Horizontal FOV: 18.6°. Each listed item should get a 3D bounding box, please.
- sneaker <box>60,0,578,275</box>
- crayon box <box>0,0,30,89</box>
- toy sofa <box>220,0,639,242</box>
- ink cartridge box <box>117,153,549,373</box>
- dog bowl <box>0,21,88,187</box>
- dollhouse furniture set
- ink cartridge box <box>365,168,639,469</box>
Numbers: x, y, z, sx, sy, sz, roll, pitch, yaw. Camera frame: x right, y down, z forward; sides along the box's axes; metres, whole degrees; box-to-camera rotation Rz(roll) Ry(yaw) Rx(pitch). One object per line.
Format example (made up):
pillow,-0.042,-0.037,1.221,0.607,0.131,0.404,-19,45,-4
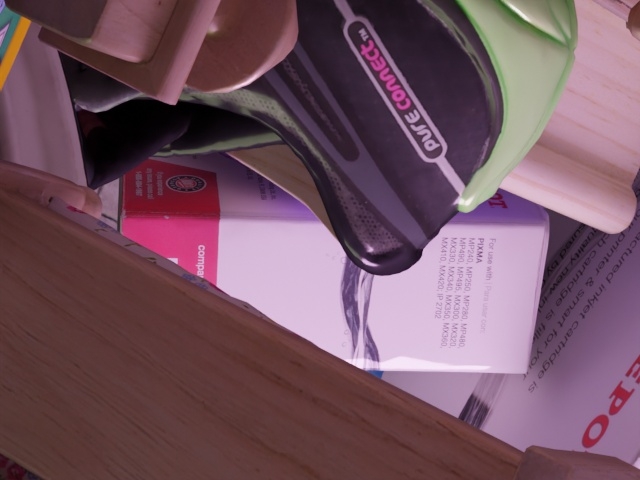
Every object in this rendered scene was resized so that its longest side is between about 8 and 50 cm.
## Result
sneaker,-0.124,-0.131,0.913,0.483,0.202,0.185,26,-175,22
crayon box,-0.113,-0.098,0.432,0.081,0.165,0.278,24,-175,1
toy sofa,0.019,-0.104,1.121,0.150,0.177,0.362,20,-174,-40
ink cartridge box,0.000,0.000,1.150,0.237,0.100,0.172,2,-158,-6
dog bowl,-0.251,-0.054,0.597,0.150,0.408,0.408,-22,163,25
dollhouse furniture set,0.048,0.075,0.469,0.303,0.355,0.174,27,-173,34
ink cartridge box,0.210,0.046,1.218,0.166,0.285,0.395,35,-179,-22
